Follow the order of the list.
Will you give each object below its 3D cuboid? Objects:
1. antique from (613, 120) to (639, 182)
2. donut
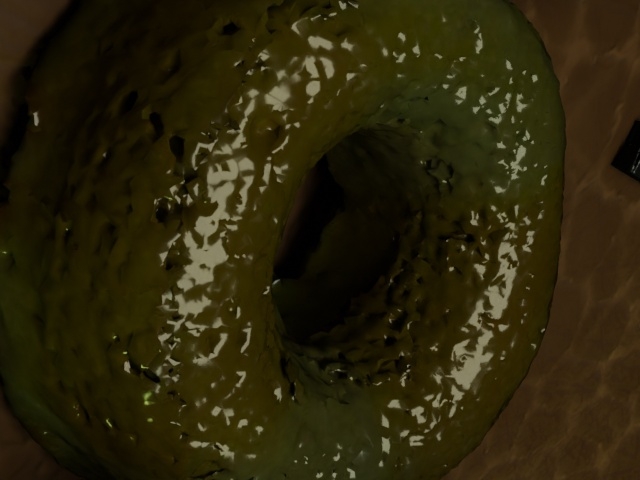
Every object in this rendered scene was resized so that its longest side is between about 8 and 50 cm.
[{"bbox_3d":[0.228,-0.028,0.861,0.192,0.015,0.031,21,96,-49],"label":"antique"},{"bbox_3d":[0.000,0.000,0.579,0.272,0.107,0.272,-23,125,-37],"label":"donut"}]
